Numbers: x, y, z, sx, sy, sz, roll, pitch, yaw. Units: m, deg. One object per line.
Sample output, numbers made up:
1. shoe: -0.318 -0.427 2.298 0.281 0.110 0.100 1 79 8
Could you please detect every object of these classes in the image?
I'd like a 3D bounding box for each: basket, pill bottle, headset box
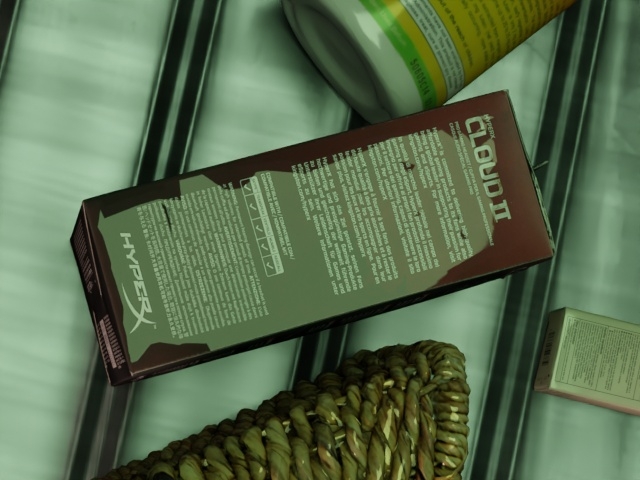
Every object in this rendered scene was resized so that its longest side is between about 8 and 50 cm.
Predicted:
1. basket: 0.003 0.197 1.189 0.223 0.299 0.213 -24 89 -11
2. pill bottle: 0.105 -0.194 1.328 0.245 0.136 0.136 -38 91 -11
3. headset box: 0.000 0.000 1.251 0.293 0.218 0.110 -15 87 -10

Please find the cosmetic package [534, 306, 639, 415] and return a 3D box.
1. cosmetic package: 0.210 0.087 1.366 0.115 0.041 0.060 15 81 -8
